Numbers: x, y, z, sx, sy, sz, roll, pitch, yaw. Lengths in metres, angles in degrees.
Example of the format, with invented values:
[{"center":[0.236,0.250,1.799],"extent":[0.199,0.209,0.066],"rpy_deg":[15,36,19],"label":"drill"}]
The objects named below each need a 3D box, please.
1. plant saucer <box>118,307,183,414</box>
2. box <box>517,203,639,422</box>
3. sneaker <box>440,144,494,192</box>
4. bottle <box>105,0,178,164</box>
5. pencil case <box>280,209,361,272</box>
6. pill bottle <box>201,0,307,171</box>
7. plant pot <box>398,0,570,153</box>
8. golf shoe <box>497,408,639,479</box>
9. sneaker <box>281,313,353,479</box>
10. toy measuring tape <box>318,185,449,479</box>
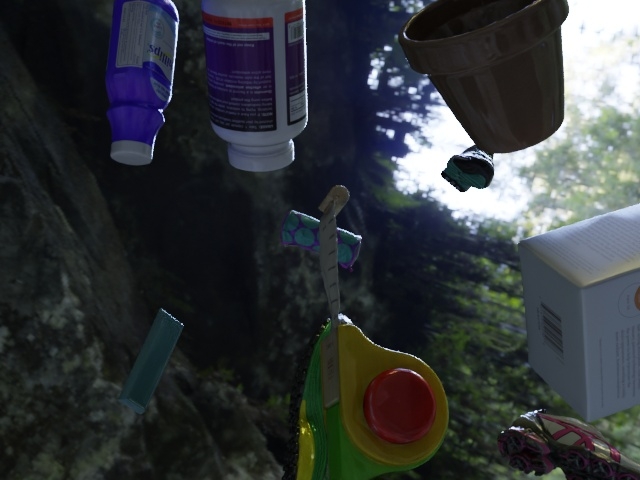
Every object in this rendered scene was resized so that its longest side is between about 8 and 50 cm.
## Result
[{"center":[-0.313,0.226,1.664],"extent":[0.067,0.018,0.192],"rpy_deg":[46,-124,-41],"label":"plant saucer"},{"center":[0.475,0.075,1.244],"extent":[0.345,0.168,0.215],"rpy_deg":[-16,-64,-11],"label":"box"},{"center":[0.284,-0.150,1.632],"extent":[0.083,0.224,0.098],"rpy_deg":[40,-94,-5],"label":"sneaker"},{"center":[-0.294,-0.266,1.449],"extent":[0.118,0.092,0.283],"rpy_deg":[36,-126,-65],"label":"bottle"},{"center":[0.000,0.000,1.653],"extent":[0.064,0.152,0.070],"rpy_deg":[106,-175,-76],"label":"pencil case"},{"center":[-0.115,-0.296,1.606],"extent":[0.181,0.181,0.323],"rpy_deg":[-25,-54,-38],"label":"pill bottle"},{"center":[0.279,-0.268,1.402],"extent":[0.263,0.263,0.229],"rpy_deg":[-41,-59,-29],"label":"plant pot"},{"center":[0.286,0.226,0.958],"extent":[0.086,0.186,0.067],"rpy_deg":[-31,-60,-33],"label":"golf shoe"},{"center":[0.024,0.280,1.416],"extent":[0.146,0.134,0.343],"rpy_deg":[10,-119,-9],"label":"sneaker"},{"center":[0.061,0.107,0.873],"extent":[0.121,0.121,0.330],"rpy_deg":[21,-121,-48],"label":"toy measuring tape"}]
